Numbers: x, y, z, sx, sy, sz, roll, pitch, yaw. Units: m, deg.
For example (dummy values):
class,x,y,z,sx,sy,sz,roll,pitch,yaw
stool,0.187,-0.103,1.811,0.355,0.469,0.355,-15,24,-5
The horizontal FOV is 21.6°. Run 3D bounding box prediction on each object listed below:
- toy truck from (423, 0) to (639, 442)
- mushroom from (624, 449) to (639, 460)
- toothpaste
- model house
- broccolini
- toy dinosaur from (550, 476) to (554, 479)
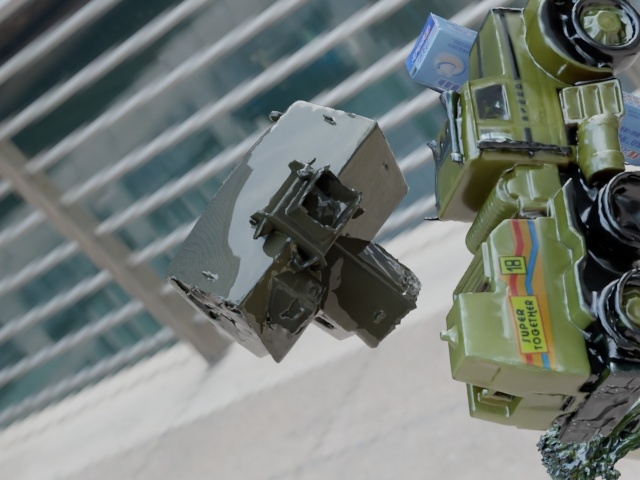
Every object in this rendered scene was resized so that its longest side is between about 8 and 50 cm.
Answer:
class,x,y,z,sx,sy,sz,roll,pitch,yaw
toy truck,0.123,-0.022,0.956,0.127,0.127,0.257,112,162,-58
mushroom,0.434,0.119,2.134,0.353,0.325,0.353,-17,-22,-7
toothpaste,0.222,-0.151,1.715,0.053,0.272,0.066,-102,35,-61
model house,0.000,0.000,1.489,0.211,0.204,0.243,-54,5,-15
broccolini,0.297,0.169,1.640,0.202,0.068,0.091,-45,47,20
toy dinosaur,0.327,0.226,1.545,0.087,0.300,0.447,-36,34,-23
